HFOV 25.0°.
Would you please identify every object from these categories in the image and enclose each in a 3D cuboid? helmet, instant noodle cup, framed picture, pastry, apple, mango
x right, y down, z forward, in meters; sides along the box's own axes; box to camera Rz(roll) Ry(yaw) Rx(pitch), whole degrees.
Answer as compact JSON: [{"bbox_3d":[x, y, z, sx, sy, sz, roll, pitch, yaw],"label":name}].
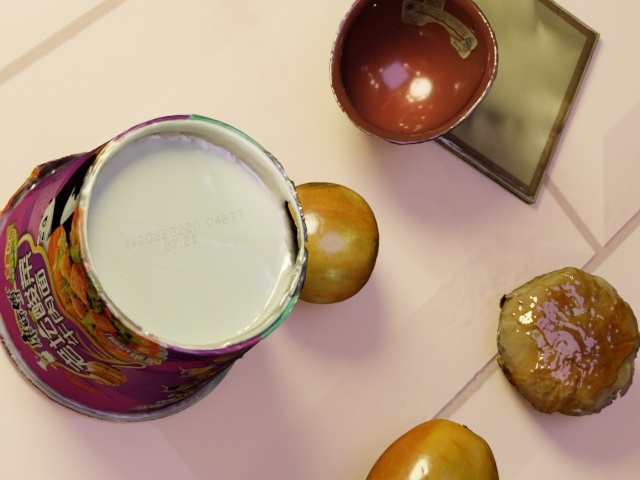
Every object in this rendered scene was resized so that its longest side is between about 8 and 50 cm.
[{"bbox_3d":[0.082,-0.153,1.392,0.155,0.106,0.175,24,69,2],"label":"helmet"},{"bbox_3d":[-0.133,0.015,1.192,0.251,0.190,0.251,7,73,-24],"label":"instant noodle cup"},{"bbox_3d":[0.195,-0.174,1.510,0.173,0.010,0.231,33,64,-15],"label":"framed picture"},{"bbox_3d":[0.242,0.100,1.419,0.153,0.081,0.153,6,78,-27],"label":"pastry"},{"bbox_3d":[0.000,0.000,1.316,0.102,0.099,0.114,17,72,-19],"label":"apple"},{"bbox_3d":[0.096,0.285,1.280,0.138,0.113,0.253,7,80,-29],"label":"mango"}]
